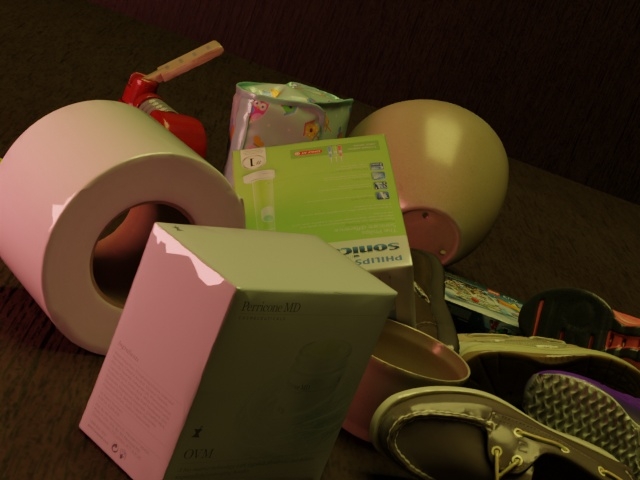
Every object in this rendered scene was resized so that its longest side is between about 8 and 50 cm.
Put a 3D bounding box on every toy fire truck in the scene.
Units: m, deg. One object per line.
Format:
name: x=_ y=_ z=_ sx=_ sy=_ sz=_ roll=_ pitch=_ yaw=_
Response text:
toy fire truck: x=-0.233 y=-0.190 z=2.175 sx=0.158 sy=0.246 sz=0.217 roll=8 pitch=20 yaw=-39

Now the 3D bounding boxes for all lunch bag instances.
lunch bag: x=-0.072 y=-0.135 z=2.252 sx=0.160 sy=0.223 sz=0.262 roll=19 pitch=13 yaw=21

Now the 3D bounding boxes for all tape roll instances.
tape roll: x=-0.228 y=-0.015 z=1.580 sx=0.246 sy=0.246 sz=0.169 roll=9 pitch=18 yaw=-38

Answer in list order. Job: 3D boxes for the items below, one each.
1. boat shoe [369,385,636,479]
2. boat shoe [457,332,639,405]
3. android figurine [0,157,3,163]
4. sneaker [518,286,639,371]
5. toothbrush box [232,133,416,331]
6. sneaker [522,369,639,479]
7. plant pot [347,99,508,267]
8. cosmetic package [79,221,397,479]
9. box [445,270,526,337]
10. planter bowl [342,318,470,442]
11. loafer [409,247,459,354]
boat shoe: x=0.208 y=0.246 z=1.518 sx=0.324 sy=0.117 sz=0.097 roll=22 pitch=11 yaw=-19
boat shoe: x=0.301 y=0.177 z=1.908 sx=0.302 sy=0.109 sz=0.098 roll=9 pitch=20 yaw=-22
android figurine: x=-0.469 y=-0.067 z=1.792 sx=0.248 sy=0.056 sz=0.273 roll=23 pitch=15 yaw=9
sneaker: x=0.435 y=0.162 z=2.038 sx=0.313 sy=0.116 sz=0.136 roll=15 pitch=-18 yaw=26
toothbrush box: x=0.000 y=0.000 z=1.777 sx=0.206 sy=0.122 sz=0.283 roll=-7 pitch=37 yaw=-1
sneaker: x=0.387 y=0.244 z=1.818 sx=0.293 sy=0.102 sz=0.146 roll=25 pitch=11 yaw=-3
plant pot: x=0.163 y=-0.059 z=2.294 sx=0.284 sy=0.284 sz=0.191 roll=19 pitch=36 yaw=-8
cosmetic package: x=-0.076 y=0.114 z=1.367 sx=0.224 sy=0.225 sz=0.138 roll=4 pitch=23 yaw=-47
box: x=0.260 y=0.115 z=2.176 sx=0.233 sy=0.044 sz=0.159 roll=21 pitch=14 yaw=-1
planter bowl: x=0.076 y=0.167 z=1.616 sx=0.162 sy=0.109 sz=0.162 roll=20 pitch=16 yaw=-6
loafer: x=0.091 y=0.089 z=1.863 sx=0.130 sy=0.134 sz=0.366 roll=19 pitch=15 yaw=-11
